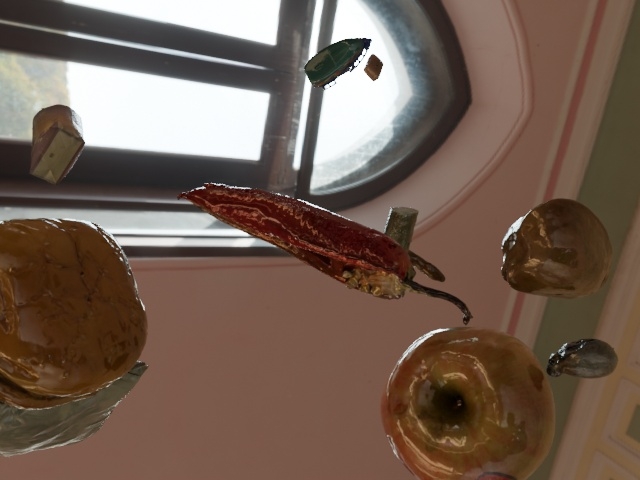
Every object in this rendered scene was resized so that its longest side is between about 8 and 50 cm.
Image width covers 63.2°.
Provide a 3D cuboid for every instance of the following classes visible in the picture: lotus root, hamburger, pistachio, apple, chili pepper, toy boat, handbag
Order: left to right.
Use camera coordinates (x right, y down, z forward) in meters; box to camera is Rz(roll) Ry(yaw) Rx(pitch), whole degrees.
[{"bbox_3d":[-0.415,0.109,0.813,0.158,0.318,0.319,-28,-118,24],"label":"hamburger"},{"bbox_3d":[-0.525,-0.199,1.032,0.117,0.095,0.173,-49,-143,11],"label":"handbag"},{"bbox_3d":[0.000,0.000,0.426,0.051,0.267,0.059,-61,163,-16],"label":"chili pepper"},{"bbox_3d":[0.054,-0.433,1.259,0.174,0.110,0.091,-28,-102,24],"label":"toy boat"},{"bbox_3d":[0.348,0.390,1.219,0.391,0.346,0.392,-11,-114,25],"label":"apple"},{"bbox_3d":[0.511,0.023,1.094,0.163,0.260,0.213,-115,-139,-55],"label":"pistachio"},{"bbox_3d":[0.574,0.260,1.137,0.088,0.165,0.088,174,-90,-82],"label":"lotus root"}]

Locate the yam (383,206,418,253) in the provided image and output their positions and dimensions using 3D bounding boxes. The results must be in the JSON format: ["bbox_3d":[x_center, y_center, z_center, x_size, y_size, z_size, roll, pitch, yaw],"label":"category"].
[{"bbox_3d":[0.183,0.004,1.261,0.078,0.078,0.180,25,-80,57],"label":"yam"}]

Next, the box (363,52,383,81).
[{"bbox_3d":[0.147,-0.476,1.425,0.025,0.048,0.115,-33,-158,33],"label":"box"}]

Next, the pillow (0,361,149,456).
[{"bbox_3d":[-0.507,0.306,0.972,0.310,0.283,0.138,-45,-125,35],"label":"pillow"}]

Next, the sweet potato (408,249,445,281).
[{"bbox_3d":[0.223,0.047,1.446,0.075,0.269,0.075,22,90,-87],"label":"sweet potato"}]
